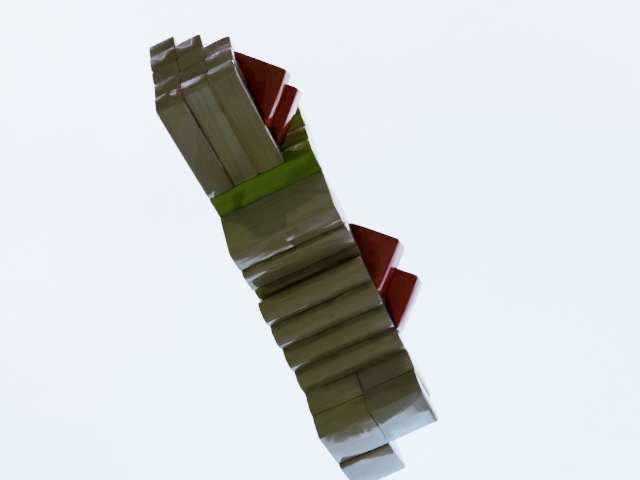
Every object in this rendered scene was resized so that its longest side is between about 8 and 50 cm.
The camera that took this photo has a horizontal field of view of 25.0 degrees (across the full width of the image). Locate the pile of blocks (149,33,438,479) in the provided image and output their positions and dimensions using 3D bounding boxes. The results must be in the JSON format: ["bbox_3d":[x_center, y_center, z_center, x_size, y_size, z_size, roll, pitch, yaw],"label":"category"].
[{"bbox_3d":[0.000,0.000,1.071,0.113,0.149,0.362,-24,-79,6],"label":"pile of blocks"}]
